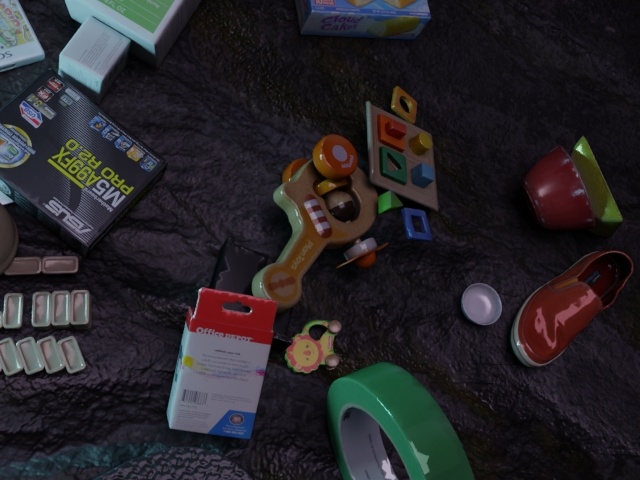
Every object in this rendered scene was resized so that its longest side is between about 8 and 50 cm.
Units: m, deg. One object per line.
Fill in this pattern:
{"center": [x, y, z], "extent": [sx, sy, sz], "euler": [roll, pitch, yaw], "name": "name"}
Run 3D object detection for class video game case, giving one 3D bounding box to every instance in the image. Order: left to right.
{"center": [-0.635, -0.391, 1.475], "extent": [0.206, 0.026, 0.227], "euler": [-24, 79, -25], "name": "video game case"}

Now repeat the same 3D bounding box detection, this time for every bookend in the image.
{"center": [-0.114, 0.093, 1.442], "extent": [0.156, 0.072, 0.157], "euler": [18, 65, -12], "name": "bookend"}

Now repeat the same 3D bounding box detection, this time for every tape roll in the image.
{"center": [0.119, 0.350, 1.285], "extent": [0.077, 0.321, 0.321], "euler": [-19, 77, -24], "name": "tape roll"}

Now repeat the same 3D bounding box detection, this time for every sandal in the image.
{"center": [-0.310, 0.422, 1.250], "extent": [0.446, 0.107, 0.167], "euler": [-12, 76, -9], "name": "sandal"}

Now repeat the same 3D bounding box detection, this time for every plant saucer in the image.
{"center": [0.545, -0.099, 1.694], "extent": [0.045, 0.188, 0.188], "euler": [-21, 77, 8], "name": "plant saucer"}

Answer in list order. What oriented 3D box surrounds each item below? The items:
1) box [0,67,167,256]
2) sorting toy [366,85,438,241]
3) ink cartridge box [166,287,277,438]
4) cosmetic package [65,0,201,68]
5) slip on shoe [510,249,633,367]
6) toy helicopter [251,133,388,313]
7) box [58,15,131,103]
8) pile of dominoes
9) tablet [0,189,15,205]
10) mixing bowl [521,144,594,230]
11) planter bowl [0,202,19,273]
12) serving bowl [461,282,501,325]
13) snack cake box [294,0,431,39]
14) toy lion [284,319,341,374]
{"center": [-0.434, -0.136, 1.424], "extent": [0.270, 0.060, 0.216], "euler": [39, 61, -2], "name": "box"}
{"center": [0.166, -0.166, 1.595], "extent": [0.196, 0.047, 0.347], "euler": [23, 54, -36], "name": "sorting toy"}
{"center": [-0.158, 0.190, 1.335], "extent": [0.134, 0.078, 0.231], "euler": [12, 95, -14], "name": "ink cartridge box"}
{"center": [-0.289, -0.531, 1.526], "extent": [0.197, 0.155, 0.365], "euler": [29, 81, -5], "name": "cosmetic package"}
{"center": [0.491, 0.122, 1.619], "extent": [0.331, 0.101, 0.123], "euler": [-36, 87, -25], "name": "slip on shoe"}
{"center": [0.000, 0.000, 1.464], "extent": [0.235, 0.140, 0.355], "euler": [43, 52, -13], "name": "toy helicopter"}
{"center": [-0.405, -0.321, 1.484], "extent": [0.087, 0.102, 0.101], "euler": [30, 65, -8], "name": "box"}
{"center": [-0.499, 0.125, 1.335], "extent": [0.251, 0.040, 0.195], "euler": [-1, 71, -10], "name": "pile of dominoes"}
{"center": [-0.540, -0.100, 1.409], "extent": [0.054, 0.006, 0.083], "euler": [-18, 77, -24], "name": "tablet"}
{"center": [0.467, -0.090, 1.669], "extent": [0.098, 0.181, 0.181], "euler": [-22, 77, 8], "name": "mixing bowl"}
{"center": [-0.565, -0.021, 1.299], "extent": [0.162, 0.109, 0.162], "euler": [4, 62, -8], "name": "planter bowl"}
{"center": [0.305, 0.125, 1.595], "extent": [0.083, 0.027, 0.083], "euler": [6, 69, -16], "name": "serving bowl"}
{"center": [0.082, -0.508, 1.723], "extent": [0.265, 0.089, 0.152], "euler": [-3, 72, -20], "name": "snack cake box"}
{"center": [-0.015, 0.188, 1.466], "extent": [0.096, 0.034, 0.100], "euler": [8, 68, -7], "name": "toy lion"}
